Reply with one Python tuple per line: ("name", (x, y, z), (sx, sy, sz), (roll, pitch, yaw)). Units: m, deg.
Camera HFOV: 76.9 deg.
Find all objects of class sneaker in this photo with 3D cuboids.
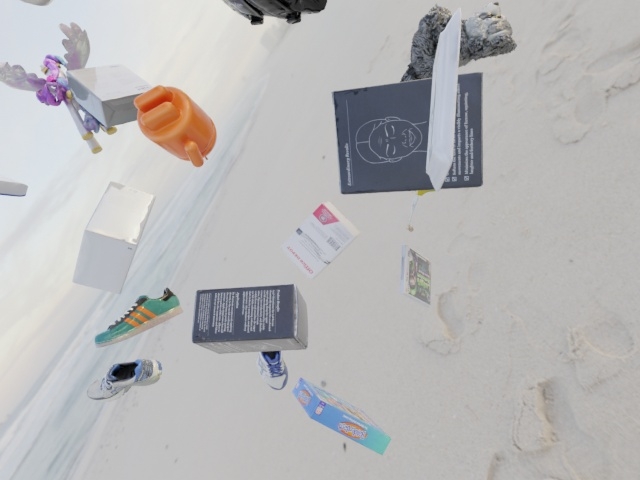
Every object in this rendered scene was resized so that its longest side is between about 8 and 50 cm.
("sneaker", (-0.640, 0.263, 1.400), (0.302, 0.120, 0.108), (-25, 0, -41))
("sneaker", (-0.338, 0.227, 0.673), (0.136, 0.058, 0.052), (-25, 56, 7))
("sneaker", (-0.188, 0.448, 1.507), (0.112, 0.295, 0.131), (-16, 15, -11))

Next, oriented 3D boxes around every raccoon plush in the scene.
("raccoon plush", (0.481, -0.614, 1.442), (0.216, 0.299, 0.446), (-36, -28, -40))

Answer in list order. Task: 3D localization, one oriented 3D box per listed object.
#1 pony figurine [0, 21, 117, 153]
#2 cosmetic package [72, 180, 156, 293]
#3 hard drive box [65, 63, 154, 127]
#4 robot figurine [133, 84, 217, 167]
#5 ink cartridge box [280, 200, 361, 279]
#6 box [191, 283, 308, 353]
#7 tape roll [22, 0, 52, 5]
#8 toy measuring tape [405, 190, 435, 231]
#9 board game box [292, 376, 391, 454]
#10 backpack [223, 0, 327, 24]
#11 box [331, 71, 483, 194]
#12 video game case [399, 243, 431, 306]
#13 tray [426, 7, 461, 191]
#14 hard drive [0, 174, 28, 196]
("pony figurine", (-0.857, -0.506, 1.362), (0.303, 0.363, 0.351), (-36, 10, -18))
("cosmetic package", (-0.600, -0.007, 1.176), (0.224, 0.138, 0.224), (-54, 29, 34))
("hard drive box", (-0.652, -0.465, 1.275), (0.181, 0.232, 0.089), (-30, -33, -37))
("robot figurine", (-0.311, -0.251, 0.893), (0.128, 0.158, 0.219), (-64, -13, -3))
("ink cartridge box", (0.000, 0.000, 1.475), (0.237, 0.172, 0.100), (-45, -5, 20))
("box", (-0.137, 0.167, 0.836), (0.153, 0.208, 0.108), (78, -171, -66))
("tape roll", (-0.531, -0.516, 0.545), (0.072, 0.392, 0.392), (-37, 23, 9))
("toy measuring tape", (0.423, -0.189, 1.578), (0.121, 0.122, 0.329), (-126, 43, -69))
("board game box", (0.046, 0.422, 0.978), (0.047, 0.210, 0.160), (-59, 15, -10))
("backpack", (-0.175, -0.622, 0.804), (0.291, 0.356, 0.272), (18, 107, 32))
("box", (0.257, -0.301, 1.178), (0.397, 0.292, 0.212), (-1, 14, 17))
("video game case", (0.332, 0.124, 1.394), (0.022, 0.191, 0.173), (-11, 62, 39))
("tray", (0.207, -0.231, 0.689), (0.145, 0.030, 0.269), (53, -137, -75))
("hard drive", (-0.962, -0.185, 1.024), (0.210, 0.319, 0.040), (0, -71, -74))
